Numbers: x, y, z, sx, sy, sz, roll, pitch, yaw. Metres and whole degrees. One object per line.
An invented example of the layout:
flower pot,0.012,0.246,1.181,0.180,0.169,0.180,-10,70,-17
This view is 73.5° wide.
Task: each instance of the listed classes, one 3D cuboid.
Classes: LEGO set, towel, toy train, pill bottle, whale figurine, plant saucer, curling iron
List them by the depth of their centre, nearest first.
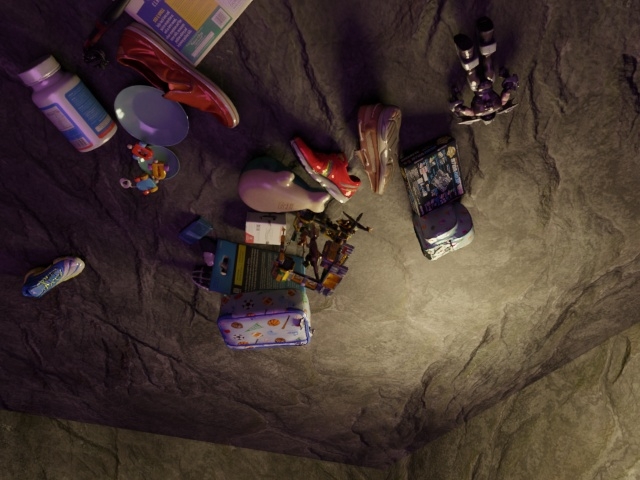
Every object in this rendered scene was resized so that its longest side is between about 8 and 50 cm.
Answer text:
curling iron,-0.483,-0.491,0.988,0.068,0.035,0.274,42,134,-23
pill bottle,-0.642,-0.349,1.095,0.124,0.124,0.222,-17,132,12
plant saucer,-0.452,-0.343,1.163,0.194,0.038,0.195,1,142,1
toy train,-0.515,-0.215,1.258,0.125,0.046,0.166,25,124,-24
plant saucer,-0.482,-0.238,1.283,0.119,0.021,0.119,-3,134,-3
whale figurine,-0.108,-0.165,1.291,0.271,0.141,0.216,11,153,-7
LEGO set,0.000,0.000,1.330,0.254,0.331,0.192,30,139,1
towel,-0.431,-0.031,1.479,0.119,0.029,0.067,-34,128,24

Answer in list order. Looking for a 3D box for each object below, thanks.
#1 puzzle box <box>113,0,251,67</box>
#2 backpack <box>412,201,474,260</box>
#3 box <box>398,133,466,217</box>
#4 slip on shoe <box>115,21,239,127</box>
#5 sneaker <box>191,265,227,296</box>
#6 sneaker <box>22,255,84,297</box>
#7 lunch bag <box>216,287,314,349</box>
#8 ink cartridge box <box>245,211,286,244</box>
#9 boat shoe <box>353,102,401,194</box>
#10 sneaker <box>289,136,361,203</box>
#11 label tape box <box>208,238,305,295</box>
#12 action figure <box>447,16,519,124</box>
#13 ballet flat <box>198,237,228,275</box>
puzzle box,-0.263,-0.614,0.923,0.408,0.052,0.272,-35,127,26
backpack,0.416,-0.046,1.439,0.188,0.166,0.144,-17,142,8
box,0.353,-0.196,1.341,0.175,0.051,0.220,-29,131,1
slip on shoe,-0.350,-0.384,1.070,0.331,0.123,0.101,35,77,-31
sneaker,-0.360,0.180,1.640,0.275,0.107,0.110,19,138,-21
sneaker,-0.961,0.142,1.534,0.239,0.126,0.091,-20,132,14
lunch bag,-0.170,0.267,1.397,0.303,0.115,0.243,-2,136,0
ink cartridge box,-0.188,-0.041,1.470,0.135,0.056,0.099,4,133,-8
boat shoe,0.163,-0.269,1.259,0.116,0.123,0.325,22,148,21
sneaker,0.018,-0.233,1.297,0.118,0.107,0.279,-45,127,10
label tape box,-0.224,0.147,1.521,0.333,0.241,0.106,14,133,-16
action figure,0.429,-0.422,1.136,0.185,0.099,0.285,-24,135,8
ballet flat,-0.368,0.075,1.548,0.074,0.074,0.203,-27,127,20
